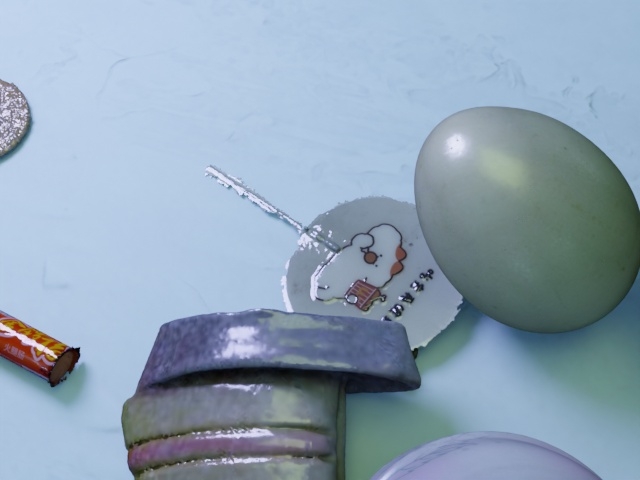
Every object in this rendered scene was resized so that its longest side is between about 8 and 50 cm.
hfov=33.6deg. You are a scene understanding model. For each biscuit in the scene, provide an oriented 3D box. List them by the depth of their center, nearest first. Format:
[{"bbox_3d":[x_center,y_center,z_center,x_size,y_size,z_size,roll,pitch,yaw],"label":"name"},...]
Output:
[{"bbox_3d":[-0.388,-0.137,1.207,0.120,0.015,0.120,-1,62,2],"label":"biscuit"}]

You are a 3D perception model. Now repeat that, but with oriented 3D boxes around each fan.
[{"bbox_3d":[0.000,0.000,1.107,0.329,0.009,0.191,35,72,23],"label":"fan"}]

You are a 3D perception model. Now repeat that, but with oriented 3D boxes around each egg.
[{"bbox_3d":[0.192,-0.021,0.999,0.188,0.253,0.188,-35,30,25],"label":"egg"}]

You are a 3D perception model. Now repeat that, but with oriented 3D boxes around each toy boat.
[{"bbox_3d":[-0.066,0.187,0.981,0.276,0.111,0.293,14,74,17],"label":"toy boat"}]

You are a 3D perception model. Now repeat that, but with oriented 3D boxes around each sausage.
[{"bbox_3d":[-0.314,0.096,1.070,0.145,0.048,0.050,24,62,17],"label":"sausage"}]

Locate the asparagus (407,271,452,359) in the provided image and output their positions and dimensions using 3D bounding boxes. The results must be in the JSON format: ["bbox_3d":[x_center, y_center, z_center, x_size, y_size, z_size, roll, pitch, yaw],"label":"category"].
[{"bbox_3d":[0.133,0.039,1.086,0.024,0.025,0.248,38,68,-12],"label":"asparagus"}]

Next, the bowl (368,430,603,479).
[{"bbox_3d":[0.153,0.291,0.854,0.287,0.144,0.287,3,73,-9],"label":"bowl"}]
